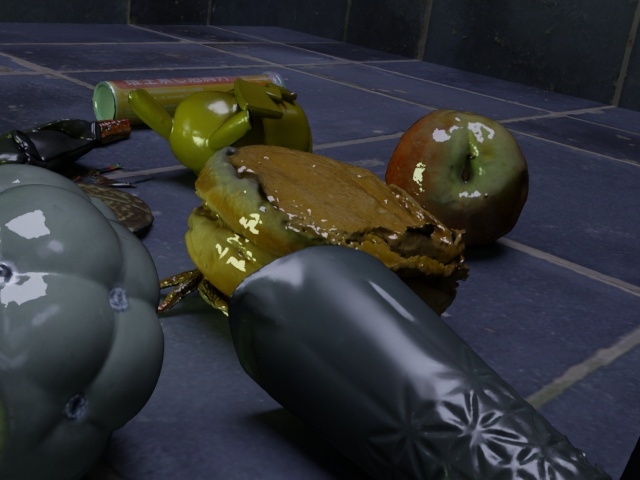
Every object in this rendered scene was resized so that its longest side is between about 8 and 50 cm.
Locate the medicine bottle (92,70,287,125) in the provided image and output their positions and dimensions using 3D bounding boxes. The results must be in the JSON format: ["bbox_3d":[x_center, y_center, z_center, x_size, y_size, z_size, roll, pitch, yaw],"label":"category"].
[{"bbox_3d":[-0.265,-0.298,1.754,0.426,0.108,0.108,-13,28,-41],"label":"medicine bottle"}]

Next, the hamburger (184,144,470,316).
[{"bbox_3d":[0.000,0.000,0.921,0.319,0.158,0.318,15,15,-4],"label":"hamburger"}]

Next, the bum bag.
[{"bbox_3d":[-0.436,-0.135,1.246,0.142,0.079,0.326,-10,16,13],"label":"bum bag"}]

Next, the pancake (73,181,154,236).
[{"bbox_3d":[-0.354,-0.037,1.111,0.250,0.031,0.250,7,19,-2],"label":"pancake"}]

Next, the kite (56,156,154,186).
[{"bbox_3d":[-0.374,-0.109,1.329,0.183,0.010,0.160,17,22,25],"label":"kite"}]

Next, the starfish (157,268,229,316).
[{"bbox_3d":[-0.140,0.048,0.944,0.133,0.041,0.130,9,19,3],"label":"starfish"}]

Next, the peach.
[{"bbox_3d":[0.206,-0.090,1.248,0.214,0.214,0.235,10,3,5],"label":"peach"}]

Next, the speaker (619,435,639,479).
[{"bbox_3d":[0.306,0.214,0.486,0.184,0.180,0.388,18,22,8],"label":"speaker"}]

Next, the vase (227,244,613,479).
[{"bbox_3d":[0.088,0.139,0.666,0.251,0.156,0.301,24,9,-46],"label":"vase"}]

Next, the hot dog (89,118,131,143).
[{"bbox_3d":[-0.401,-0.204,1.534,0.062,0.038,0.144,15,21,20],"label":"hot dog"}]

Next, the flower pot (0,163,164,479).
[{"bbox_3d":[-0.232,0.067,0.581,0.246,0.246,0.195,10,20,6],"label":"flower pot"}]

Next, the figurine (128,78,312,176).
[{"bbox_3d":[-0.136,-0.186,1.393,0.218,0.169,0.327,13,20,29],"label":"figurine"}]
